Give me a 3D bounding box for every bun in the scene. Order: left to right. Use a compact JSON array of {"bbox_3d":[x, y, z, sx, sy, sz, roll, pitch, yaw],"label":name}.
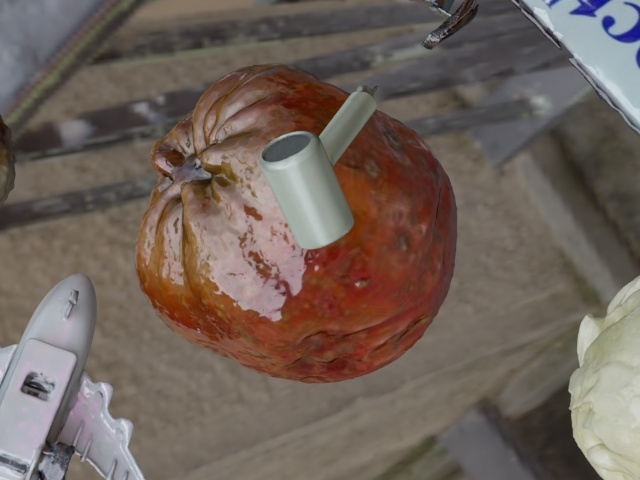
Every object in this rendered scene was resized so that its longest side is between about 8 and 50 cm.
[{"bbox_3d":[0.243,0.123,1.242,0.145,0.229,0.229,-12,91,21],"label":"bun"}]

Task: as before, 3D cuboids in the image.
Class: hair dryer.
[{"bbox_3d":[0.009,-0.054,1.127,0.038,0.124,0.063,-4,124,32],"label":"hair dryer"}]

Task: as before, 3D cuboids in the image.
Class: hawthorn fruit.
[{"bbox_3d":[-0.018,-0.007,1.487,0.258,0.258,0.262,-12,122,37],"label":"hawthorn fruit"}]

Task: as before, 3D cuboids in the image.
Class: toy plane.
[{"bbox_3d":[-0.230,0.136,1.502,0.251,0.255,0.101,22,158,-5],"label":"toy plane"}]

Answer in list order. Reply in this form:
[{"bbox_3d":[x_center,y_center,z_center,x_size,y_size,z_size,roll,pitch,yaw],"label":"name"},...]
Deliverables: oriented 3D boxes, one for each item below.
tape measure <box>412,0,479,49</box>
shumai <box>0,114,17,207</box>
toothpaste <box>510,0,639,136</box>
[{"bbox_3d":[0.072,-0.207,1.324,0.107,0.180,0.104,26,107,-6],"label":"tape measure"},{"bbox_3d":[-0.222,-0.020,0.662,0.209,0.161,0.153,-29,110,16],"label":"shumai"},{"bbox_3d":[0.032,-0.161,0.525,0.336,0.067,0.081,46,132,-1],"label":"toothpaste"}]
